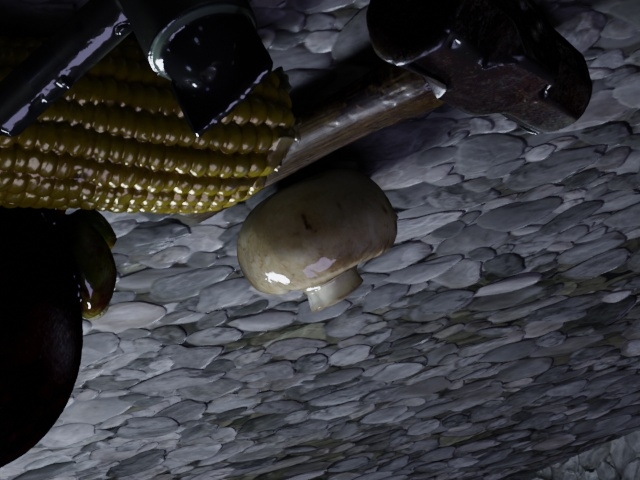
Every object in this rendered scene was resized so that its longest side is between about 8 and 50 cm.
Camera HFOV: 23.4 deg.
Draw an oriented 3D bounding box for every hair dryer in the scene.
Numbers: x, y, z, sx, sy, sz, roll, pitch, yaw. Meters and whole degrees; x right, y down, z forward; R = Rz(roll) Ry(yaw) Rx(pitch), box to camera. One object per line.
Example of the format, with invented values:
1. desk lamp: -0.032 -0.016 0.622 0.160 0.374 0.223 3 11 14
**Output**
1. hair dryer: -0.153 -0.111 1.037 0.248 0.195 0.078 -39 149 24

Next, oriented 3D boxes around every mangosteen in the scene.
1. mangosteen: -0.320 0.045 1.279 0.313 0.297 0.297 -51 153 0

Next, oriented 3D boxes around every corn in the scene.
1. corn: -0.197 -0.088 1.194 0.387 0.144 0.144 -4 155 -29

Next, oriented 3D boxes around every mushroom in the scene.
1. mushroom: 0.000 0.000 1.520 0.166 0.127 0.166 -29 -172 4

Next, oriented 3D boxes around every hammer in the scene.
1. hammer: 0.017 -0.113 1.369 0.409 0.095 0.242 -22 157 31

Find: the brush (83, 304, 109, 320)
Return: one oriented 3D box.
1. brush: -0.267 0.015 1.541 0.039 0.042 0.299 -16 154 4
